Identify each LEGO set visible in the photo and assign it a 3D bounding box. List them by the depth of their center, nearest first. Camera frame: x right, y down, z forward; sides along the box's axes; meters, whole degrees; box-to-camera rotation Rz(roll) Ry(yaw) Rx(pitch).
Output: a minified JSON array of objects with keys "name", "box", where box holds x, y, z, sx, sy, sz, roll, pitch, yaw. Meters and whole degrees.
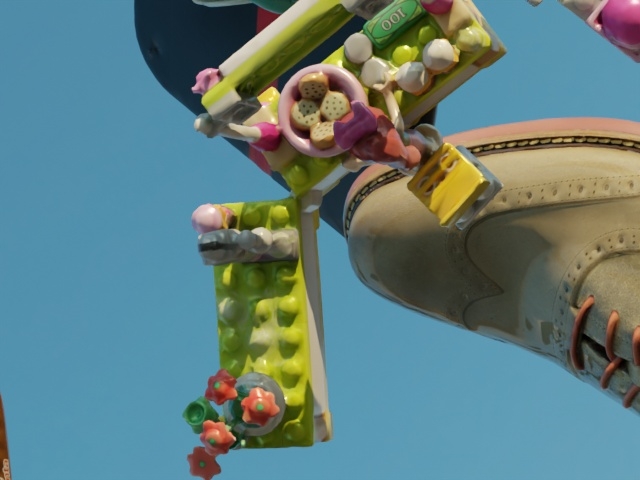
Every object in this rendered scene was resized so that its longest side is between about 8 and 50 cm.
[{"name":"LEGO set","box":[0.000,0.000,0.664,0.287,0.132,0.107,-60,-16,8]}]

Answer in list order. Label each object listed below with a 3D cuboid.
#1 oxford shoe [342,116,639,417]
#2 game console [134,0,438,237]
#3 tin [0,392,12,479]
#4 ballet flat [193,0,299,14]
[{"name":"oxford shoe","box":[0.162,0.031,0.880,0.130,0.348,0.123,-61,-29,-43]},{"name":"game console","box":[-0.023,-0.206,1.428,0.060,0.342,0.386,-30,-37,-32]},{"name":"tin","box":[-0.153,0.110,0.635,0.106,0.189,0.040,-13,-15,18]},{"name":"ballet flat","box":[-0.087,-0.197,1.176,0.083,0.247,0.087,-5,-65,-40]}]
